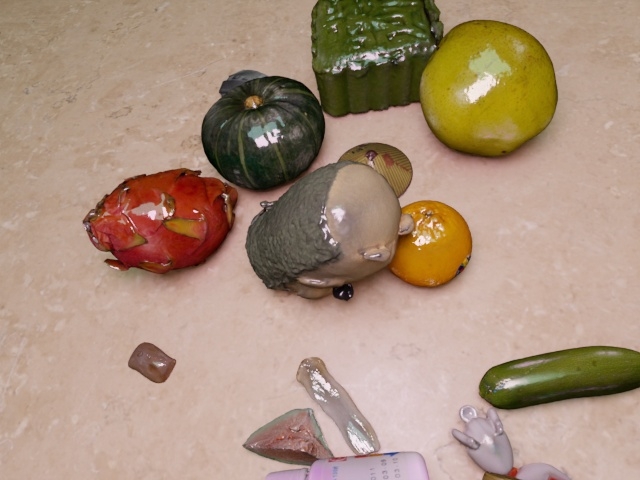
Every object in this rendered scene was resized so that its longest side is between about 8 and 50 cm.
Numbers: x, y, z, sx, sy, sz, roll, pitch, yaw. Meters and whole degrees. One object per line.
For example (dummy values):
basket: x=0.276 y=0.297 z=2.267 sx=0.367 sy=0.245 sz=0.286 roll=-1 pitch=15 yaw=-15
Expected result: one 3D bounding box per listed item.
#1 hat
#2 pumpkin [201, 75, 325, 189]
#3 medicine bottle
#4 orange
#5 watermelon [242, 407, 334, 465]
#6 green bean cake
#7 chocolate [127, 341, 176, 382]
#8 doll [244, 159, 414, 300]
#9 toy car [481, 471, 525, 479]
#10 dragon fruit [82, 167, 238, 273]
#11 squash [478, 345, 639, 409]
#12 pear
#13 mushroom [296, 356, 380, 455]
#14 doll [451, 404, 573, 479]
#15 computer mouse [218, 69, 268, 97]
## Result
hat: x=0.119 y=-0.180 z=0.983 sx=0.192 sy=0.082 sz=0.193 roll=-5 pitch=61 yaw=9
pumpkin: x=-0.130 y=-0.254 z=1.003 sx=0.299 sy=0.207 sz=0.300 roll=-11 pitch=48 yaw=12
medicine bottle: x=0.045 y=0.416 z=0.642 sx=0.254 sy=0.152 sz=0.152 roll=-10 pitch=61 yaw=5
orange: x=0.210 y=0.005 z=0.831 sx=0.177 sy=0.155 sz=0.178 roll=-6 pitch=72 yaw=17
watermelon: x=-0.059 y=0.350 z=0.747 sx=0.155 sy=0.080 sz=0.101 roll=-18 pitch=50 yaw=19
green bean cake: x=0.131 y=-0.506 z=1.078 sx=0.318 sy=0.218 sz=0.335 roll=-10 pitch=59 yaw=6
chocolate: x=-0.356 y=0.254 z=0.872 sx=0.100 sy=0.031 sz=0.065 roll=26 pitch=74 yaw=20
doll: x=0.000 y=0.000 z=0.791 sx=0.349 sy=0.247 sz=0.248 roll=-18 pitch=53 yaw=43
toy car: x=0.336 y=0.388 z=0.536 sx=0.256 sy=0.101 sz=0.125 roll=10 pitch=70 yaw=9
dragon fruit: x=-0.325 y=-0.042 z=0.908 sx=0.250 sy=0.251 sz=0.315 roll=11 pitch=22 yaw=16
squash: x=0.434 y=0.226 z=0.708 sx=0.331 sy=0.087 sz=0.087 roll=-9 pitch=61 yaw=4
pear: x=0.353 y=-0.327 z=0.912 sx=0.293 sy=0.294 sz=0.295 roll=-4 pitch=62 yaw=8
mushroom: x=0.032 y=0.302 z=0.767 sx=0.059 sy=0.054 sz=0.202 roll=-42 pitch=68 yaw=-6
doll: x=0.326 y=0.429 z=0.620 sx=0.188 sy=0.099 sz=0.384 roll=-27 pitch=67 yaw=-5
computer mouse: x=-0.196 y=-0.429 z=1.179 sx=0.231 sy=0.071 sz=0.126 roll=33 pitch=73 yaw=25
